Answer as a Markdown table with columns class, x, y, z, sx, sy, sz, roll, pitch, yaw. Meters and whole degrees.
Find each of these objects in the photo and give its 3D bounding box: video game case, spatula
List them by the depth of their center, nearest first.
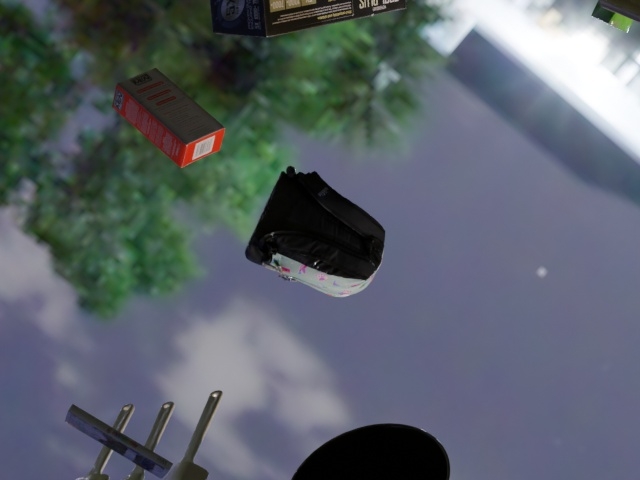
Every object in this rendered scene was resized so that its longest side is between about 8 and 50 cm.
| class | x | y | z | sx | sy | sz | roll | pitch | yaw |
| --- | --- | --- | --- | --- | --- | --- | --- | --- | --- |
| video game case | -0.214 | 0.213 | 1.947 | 0.122 | 0.011 | 0.087 | 31 | 163 | -2 |
| spatula | -0.198 | 0.251 | 2.152 | 0.242 | 0.168 | 0.019 | -66 | -39 | -61 |

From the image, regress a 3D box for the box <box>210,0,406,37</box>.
| class | x | y | z | sx | sy | sz | roll | pitch | yaw |
| --- | --- | --- | --- | --- | --- | --- | --- | --- | --- |
| box | -0.013 | -0.271 | 1.675 | 0.180 | 0.147 | 0.077 | -18 | -160 | -40 |

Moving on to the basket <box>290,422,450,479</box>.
| class | x | y | z | sx | sy | sz | roll | pitch | yaw |
| --- | --- | --- | --- | --- | --- | --- | --- | --- | --- |
| basket | 0.058 | 0.332 | 1.824 | 0.154 | 0.226 | 0.204 | 3 | -151 | 19 |

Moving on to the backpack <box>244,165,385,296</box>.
| class | x | y | z | sx | sy | sz | roll | pitch | yaw |
| --- | --- | --- | --- | --- | --- | --- | --- | --- | --- |
| backpack | 0.000 | 0.000 | 2.575 | 0.182 | 0.152 | 0.115 | 24 | 162 | -3 |

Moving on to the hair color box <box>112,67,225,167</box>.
| class | x | y | z | sx | sy | sz | roll | pitch | yaw |
| --- | --- | --- | --- | --- | --- | --- | --- | --- | --- |
| hair color box | -0.200 | -0.162 | 2.422 | 0.072 | 0.043 | 0.141 | -27 | -121 | -38 |

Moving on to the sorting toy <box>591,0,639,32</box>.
| class | x | y | z | sx | sy | sz | roll | pitch | yaw |
| --- | --- | --- | --- | --- | --- | --- | --- | --- | --- |
| sorting toy | 0.354 | -0.153 | 1.619 | 0.196 | 0.047 | 0.348 | 22 | -171 | -23 |
